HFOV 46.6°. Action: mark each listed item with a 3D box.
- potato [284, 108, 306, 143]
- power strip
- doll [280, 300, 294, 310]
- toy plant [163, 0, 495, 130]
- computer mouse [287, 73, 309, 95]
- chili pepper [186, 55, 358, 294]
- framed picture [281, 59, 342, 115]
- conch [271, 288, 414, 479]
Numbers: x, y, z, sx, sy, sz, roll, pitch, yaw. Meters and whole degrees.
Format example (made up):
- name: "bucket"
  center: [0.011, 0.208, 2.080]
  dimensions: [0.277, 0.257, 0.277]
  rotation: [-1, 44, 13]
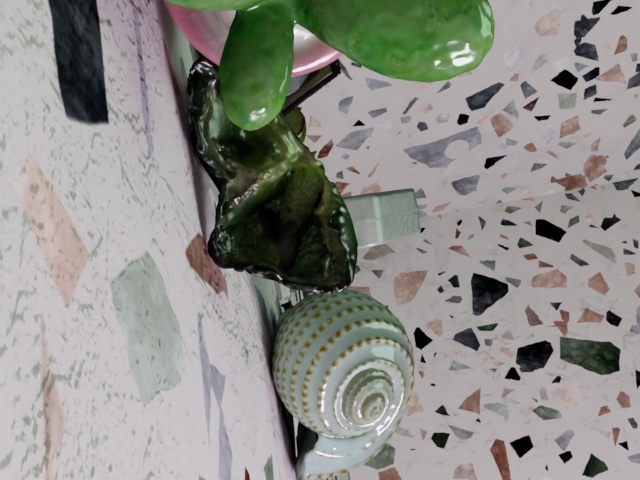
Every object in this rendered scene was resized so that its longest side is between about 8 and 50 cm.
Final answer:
- name: "potato"
  center: [-0.059, -0.145, 1.196]
  dimensions: [0.149, 0.081, 0.120]
  rotation: [31, -36, 44]
- name: "power strip"
  center: [0.000, 0.000, 1.116]
  dimensions: [0.261, 0.229, 0.141]
  rotation: [-13, 95, -55]
- name: "doll"
  center: [-0.032, 0.194, 1.370]
  dimensions: [0.109, 0.057, 0.169]
  rotation: [116, -39, -76]
- name: "toy plant"
  center: [-0.058, -0.237, 0.625]
  dimensions: [0.211, 0.317, 0.356]
  rotation: [-62, -154, 27]
- name: "computer mouse"
  center: [-0.084, -0.253, 1.008]
  dimensions: [0.231, 0.079, 0.128]
  rotation: [-24, 140, -59]
- name: "chili pepper"
  center: [-0.059, -0.054, 0.777]
  dimensions: [0.265, 0.116, 0.148]
  rotation: [59, 24, -1]
- name: "framed picture"
  center: [-0.060, -0.247, 1.151]
  dimensions: [0.010, 0.199, 0.195]
  rotation: [44, 21, -33]
- name: "conch"
  center: [0.035, 0.212, 1.160]
  dimensions: [0.319, 0.215, 0.303]
  rotation: [-93, -177, -72]
